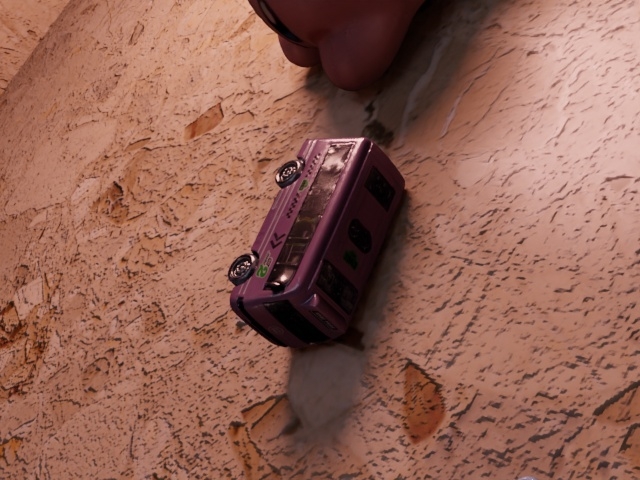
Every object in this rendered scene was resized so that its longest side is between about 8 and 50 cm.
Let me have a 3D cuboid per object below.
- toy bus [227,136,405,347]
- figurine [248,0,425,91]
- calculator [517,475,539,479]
[{"bbox_3d":[0.000,0.000,0.718,0.098,0.087,0.178,0,56,42],"label":"toy bus"},{"bbox_3d":[0.025,-0.321,0.881,0.261,0.211,0.269,-48,33,3],"label":"figurine"},{"bbox_3d":[0.082,0.204,0.428,0.121,0.039,0.210,-17,27,39],"label":"calculator"}]
